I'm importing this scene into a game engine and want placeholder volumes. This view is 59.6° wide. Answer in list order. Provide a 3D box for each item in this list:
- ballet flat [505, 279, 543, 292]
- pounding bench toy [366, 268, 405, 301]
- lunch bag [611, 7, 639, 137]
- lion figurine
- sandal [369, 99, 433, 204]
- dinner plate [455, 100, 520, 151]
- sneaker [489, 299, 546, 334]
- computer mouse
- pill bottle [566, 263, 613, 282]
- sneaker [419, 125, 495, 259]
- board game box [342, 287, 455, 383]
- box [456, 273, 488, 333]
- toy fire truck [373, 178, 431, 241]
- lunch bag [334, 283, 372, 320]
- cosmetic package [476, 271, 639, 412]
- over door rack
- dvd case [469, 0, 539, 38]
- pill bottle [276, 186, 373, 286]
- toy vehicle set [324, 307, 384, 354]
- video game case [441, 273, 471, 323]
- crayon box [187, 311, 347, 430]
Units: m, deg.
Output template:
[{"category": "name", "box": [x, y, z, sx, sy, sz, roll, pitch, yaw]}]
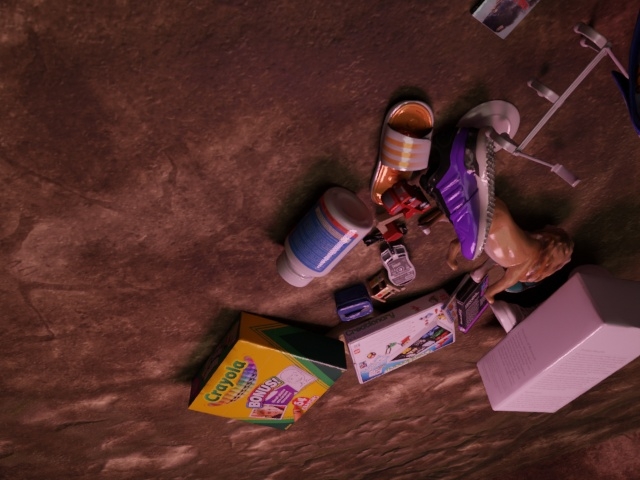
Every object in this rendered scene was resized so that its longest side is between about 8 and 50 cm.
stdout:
[{"category": "ballet flat", "box": [0.559, 0.122, 1.552, 0.114, 0.041, 0.041, -13, 139, 1]}, {"category": "pounding bench toy", "box": [0.169, 0.123, 1.430, 0.083, 0.052, 0.065, 26, 125, -36]}, {"category": "lunch bag", "box": [0.656, -0.268, 0.893, 0.328, 0.239, 0.385, 18, 85, -32]}, {"category": "lion figurine", "box": [0.418, -0.006, 1.298, 0.240, 0.142, 0.392, -42, 128, 18]}, {"category": "sandal", "box": [0.166, -0.152, 1.106, 0.102, 0.076, 0.265, -3, 138, -13]}, {"category": "dinner plate", "box": [0.336, -0.219, 1.128, 0.141, 0.017, 0.141, -7, 138, -6]}, {"category": "sneaker", "box": [0.603, 0.210, 1.620, 0.169, 0.108, 0.292, -32, 145, 16]}, {"category": "computer mouse", "box": [0.176, 0.037, 1.349, 0.106, 0.042, 0.193, -24, 132, 4]}, {"category": "pill bottle", "box": [0.759, 0.178, 1.604, 0.121, 0.121, 0.221, -15, 139, 1]}, {"category": "sneaker", "box": [0.279, -0.099, 1.154, 0.146, 0.102, 0.293, 6, 122, 23]}, {"category": "board game box", "box": [0.224, 0.268, 1.550, 0.305, 0.053, 0.193, -22, 132, -7]}, {"category": "box", "box": [0.416, 0.170, 1.526, 0.116, 0.029, 0.162, -44, 144, -21]}, {"category": "toy fire truck", "box": [0.158, -0.059, 1.170, 0.135, 0.047, 0.192, -37, 159, 21]}, {"category": "lunch bag", "box": [0.082, 0.166, 1.444, 0.098, 0.065, 0.067, -20, 138, 6]}, {"category": "cosmetic package", "box": [0.653, 0.290, 1.497, 0.230, 0.161, 0.453, 9, 137, -22]}, {"category": "over door rack", "box": [0.469, -0.247, 1.057, 0.324, 0.108, 0.239, 11, 126, -44]}, {"category": "dvd case", "box": [0.318, -0.402, 0.921, 0.087, 0.013, 0.119, 20, 128, -33]}, {"category": "pill bottle", "box": [0.000, 0.000, 1.194, 0.124, 0.124, 0.221, 20, 128, -33]}, {"category": "toy vehicle set", "box": [0.160, 0.287, 1.622, 0.166, 0.035, 0.267, -37, 134, 24]}, {"category": "video game case", "box": [0.373, 0.158, 1.504, 0.122, 0.011, 0.087, -52, 141, -13]}, {"category": "crayon box", "box": [-0.154, 0.377, 1.555, 0.313, 0.106, 0.363, 19, 129, -22]}]
